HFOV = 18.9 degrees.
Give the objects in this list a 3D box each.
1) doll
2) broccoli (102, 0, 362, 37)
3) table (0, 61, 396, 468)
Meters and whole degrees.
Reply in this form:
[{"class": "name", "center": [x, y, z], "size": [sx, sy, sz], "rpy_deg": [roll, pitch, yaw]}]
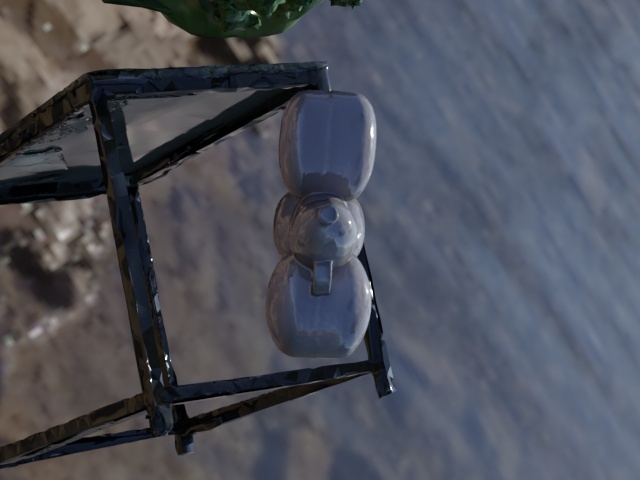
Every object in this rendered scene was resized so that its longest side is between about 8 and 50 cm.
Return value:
[{"class": "doll", "center": [0.000, 0.000, 1.093], "size": [0.161, 0.059, 0.160], "rpy_deg": [97, -4, -55]}, {"class": "broccoli", "center": [-0.099, -0.296, 1.356], "size": [0.310, 0.413, 0.321], "rpy_deg": [43, 49, -74]}, {"class": "table", "center": [-0.143, 0.037, 1.565], "size": [0.222, 0.335, 0.272], "rpy_deg": [-7, 80, -35]}]
